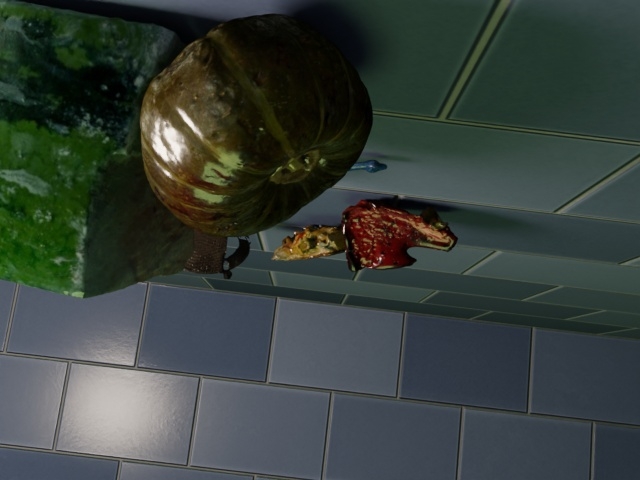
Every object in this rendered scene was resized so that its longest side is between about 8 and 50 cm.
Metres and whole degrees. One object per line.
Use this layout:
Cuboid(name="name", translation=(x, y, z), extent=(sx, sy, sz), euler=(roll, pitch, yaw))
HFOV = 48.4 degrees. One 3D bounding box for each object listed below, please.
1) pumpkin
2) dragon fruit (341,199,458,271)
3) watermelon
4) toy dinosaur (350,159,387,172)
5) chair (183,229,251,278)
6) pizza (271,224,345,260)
Cuboid(name="pumpkin", translation=(-0.067, -0.107, 0.641), extent=(0.219, 0.162, 0.219), euler=(-30, 162, -11))
Cuboid(name="dragon fruit", translation=(0.127, -0.012, 1.160), extent=(0.192, 0.122, 0.092), euler=(8, 154, 4))
Cuboid(name="watermelon", translation=(-0.206, -0.082, 0.714), extent=(0.151, 0.264, 0.302), euler=(21, -171, 34))
Cuboid(name="toy dinosaur", translation=(-0.084, -0.092, 0.980), extent=(0.329, 0.076, 0.144), euler=(6, 162, -11))
Cuboid(name="chair", translation=(-0.222, 0.000, 1.354), extent=(0.174, 0.149, 0.213), euler=(6, 173, -3))
Cuboid(name="pizza", translation=(0.000, 0.000, 1.423), extent=(0.147, 0.069, 0.226), euler=(-12, -178, -28))
